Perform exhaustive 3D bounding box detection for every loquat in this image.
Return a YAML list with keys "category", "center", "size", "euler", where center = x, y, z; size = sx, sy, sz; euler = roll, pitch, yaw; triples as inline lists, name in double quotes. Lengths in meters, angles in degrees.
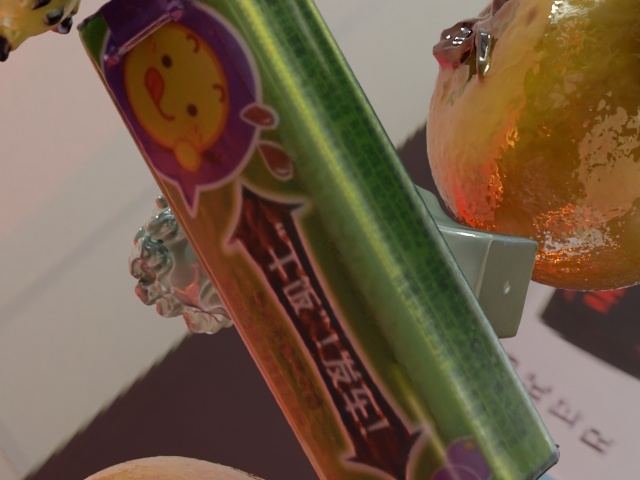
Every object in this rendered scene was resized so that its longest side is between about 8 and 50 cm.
- category: "loquat"
  center: [0.269, -0.100, 1.464]
  size: [0.359, 0.328, 0.328]
  euler: [32, -93, -9]

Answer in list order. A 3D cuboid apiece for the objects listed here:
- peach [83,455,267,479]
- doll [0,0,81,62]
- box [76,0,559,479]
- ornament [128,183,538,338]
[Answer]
- category: "peach"
  center: [-0.109, 0.317, 1.489]
  size: [0.306, 0.380, 0.242]
  euler: [42, -87, -7]
- category: "doll"
  center: [-0.166, -0.242, 1.133]
  size: [0.117, 0.086, 0.291]
  euler: [71, -146, -45]
- category: "box"
  center: [0.000, 0.000, 0.928]
  size: [0.097, 0.134, 0.345]
  euler: [-30, -89, -49]
- category: "ornament"
  center: [0.009, 0.009, 1.156]
  size: [0.130, 0.285, 0.120]
  euler: [16, -104, -72]
